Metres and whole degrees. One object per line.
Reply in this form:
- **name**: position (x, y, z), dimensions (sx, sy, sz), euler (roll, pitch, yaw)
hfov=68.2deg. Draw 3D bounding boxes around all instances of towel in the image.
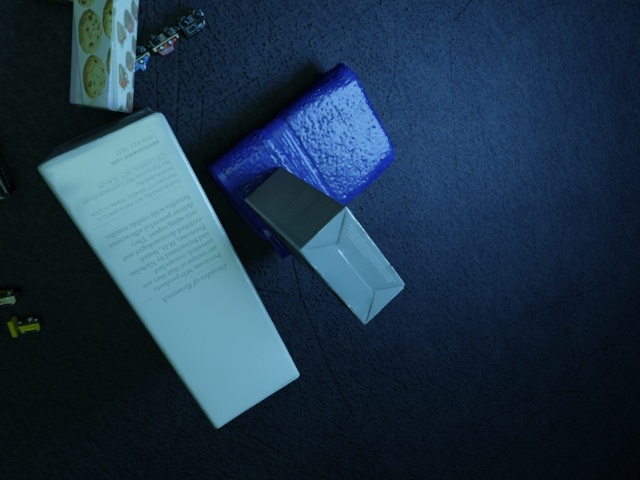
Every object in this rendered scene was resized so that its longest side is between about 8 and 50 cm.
- **towel**: position (-0.025, -0.142, 0.860), dimensions (0.308, 0.076, 0.227), euler (-41, 125, -7)

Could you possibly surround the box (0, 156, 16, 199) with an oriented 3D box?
- **box**: position (-0.613, -0.150, 0.600), dimensions (0.296, 0.073, 0.293), euler (-21, 114, -17)

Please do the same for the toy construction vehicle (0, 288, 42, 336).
- **toy construction vehicle**: position (-0.507, 0.116, 0.754), dimensions (0.098, 0.035, 0.085), euler (-11, 121, -17)

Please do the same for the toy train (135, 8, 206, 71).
- **toy train**: position (-0.245, -0.306, 0.733), dimensions (0.158, 0.027, 0.036), euler (-37, 128, -9)

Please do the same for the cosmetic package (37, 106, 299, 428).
- **cosmetic package**: position (-0.219, 0.037, 0.740), dimensions (0.161, 0.230, 0.453), euler (-29, 116, -13)

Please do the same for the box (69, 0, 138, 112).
- **box**: position (-0.295, -0.345, 0.654), dimensions (0.067, 0.063, 0.324), euler (10, 101, 7)

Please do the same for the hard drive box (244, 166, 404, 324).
- **hard drive box**: position (0.000, 0.000, 0.747), dimensions (0.089, 0.232, 0.181), euler (-43, 123, -5)

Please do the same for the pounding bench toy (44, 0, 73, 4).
- **pounding bench toy**: position (-0.356, -0.363, 0.650), dimensions (0.083, 0.052, 0.065), euler (-17, 116, -53)
